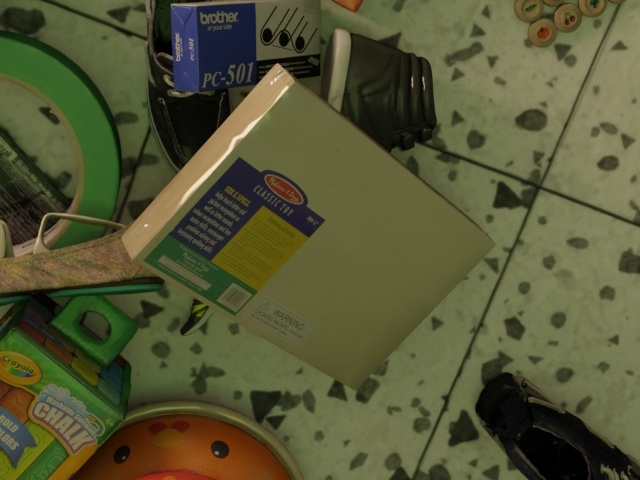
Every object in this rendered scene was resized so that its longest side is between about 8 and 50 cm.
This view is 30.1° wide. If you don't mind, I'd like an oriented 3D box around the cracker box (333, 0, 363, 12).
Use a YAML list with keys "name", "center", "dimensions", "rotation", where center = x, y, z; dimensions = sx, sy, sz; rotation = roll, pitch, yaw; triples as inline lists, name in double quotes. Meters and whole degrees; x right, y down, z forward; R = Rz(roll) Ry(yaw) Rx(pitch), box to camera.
- name: "cracker box"
  center: [-0.021, -0.395, 1.409]
  dimensions: [0.232, 0.067, 0.156]
  rotation: [28, 100, -11]

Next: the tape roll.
- name: "tape roll"
  center: [-0.401, -0.089, 1.427]
  dimensions: [0.321, 0.077, 0.321]
  rotation: [-2, 104, -7]

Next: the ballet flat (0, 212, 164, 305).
- name: "ballet flat"
  center: [-0.337, 0.025, 1.386]
  dimensions: [0.316, 0.107, 0.106]
  rotation: [-7, 86, -11]

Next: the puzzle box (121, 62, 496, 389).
- name: "puzzle box"
  center: [0.000, 0.000, 1.419]
  dimensions: [0.272, 0.052, 0.409]
  rotation: [-46, 131, 10]

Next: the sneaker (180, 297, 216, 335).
- name: "sneaker"
  center: [-0.156, 0.088, 1.543]
  dimensions: [0.035, 0.031, 0.083]
  rotation: [44, 92, -1]

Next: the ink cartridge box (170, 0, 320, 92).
- name: "ink cartridge box"
  center: [-0.083, -0.232, 1.392]
  dimensions: [0.207, 0.046, 0.097]
  rotation: [-15, 111, -46]

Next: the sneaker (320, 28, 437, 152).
- name: "sneaker"
  center: [0.065, -0.105, 1.474]
  dimensions: [0.147, 0.104, 0.296]
  rotation: [6, 105, -10]

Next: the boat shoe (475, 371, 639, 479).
- name: "boat shoe"
  center: [0.354, 0.324, 1.585]
  dimensions: [0.340, 0.158, 0.127]
  rotation: [37, 98, -13]

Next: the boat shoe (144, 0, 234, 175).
- name: "boat shoe"
  center: [-0.159, -0.209, 1.425]
  dimensions: [0.108, 0.102, 0.301]
  rotation: [-3, 104, -5]

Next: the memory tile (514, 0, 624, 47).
- name: "memory tile"
  center: [0.309, -0.320, 1.490]
  dimensions: [0.148, 0.012, 0.113]
  rotation: [-30, 105, 3]

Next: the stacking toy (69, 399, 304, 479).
- name: "stacking toy"
  center: [-0.166, 0.425, 1.393]
  dimensions: [0.350, 0.480, 0.351]
  rotation: [-2, 105, -6]

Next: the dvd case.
- name: "dvd case"
  center: [-0.439, -0.024, 1.489]
  dimensions: [0.221, 0.018, 0.164]
  rotation: [-40, 106, 4]

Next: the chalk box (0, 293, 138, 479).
- name: "chalk box"
  center: [-0.352, 0.189, 1.469]
  dimensions: [0.180, 0.179, 0.289]
  rotation: [41, 97, -14]
